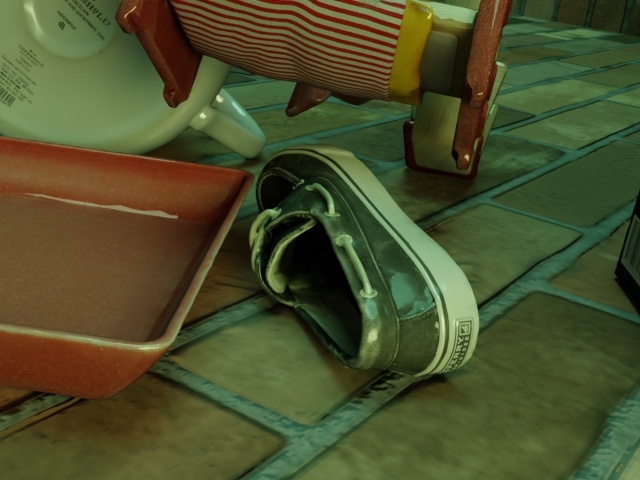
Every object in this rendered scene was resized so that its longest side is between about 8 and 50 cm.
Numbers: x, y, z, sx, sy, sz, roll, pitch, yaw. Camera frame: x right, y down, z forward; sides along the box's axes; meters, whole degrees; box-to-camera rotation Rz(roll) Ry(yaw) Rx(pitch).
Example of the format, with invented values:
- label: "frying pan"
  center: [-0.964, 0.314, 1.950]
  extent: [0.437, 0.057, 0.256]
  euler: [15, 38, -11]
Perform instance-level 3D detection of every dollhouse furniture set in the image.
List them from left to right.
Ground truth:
- label: "dollhouse furniture set"
  center: [0.026, -0.116, 0.632]
  extent: [0.201, 0.152, 0.374]
  euler: [13, -13, 10]

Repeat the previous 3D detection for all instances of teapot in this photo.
- label: "teapot"
  center: [-0.175, -0.186, 0.715]
  extent: [0.252, 0.256, 0.187]
  euler: [-2, 16, -1]

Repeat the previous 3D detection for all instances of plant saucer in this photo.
- label: "plant saucer"
  center: [-0.179, 0.001, 0.466]
  extent: [0.259, 0.048, 0.258]
  euler: [7, 20, 1]

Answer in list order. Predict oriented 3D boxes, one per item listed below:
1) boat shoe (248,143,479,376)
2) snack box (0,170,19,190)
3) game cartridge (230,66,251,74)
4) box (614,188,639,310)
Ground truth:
- label: "boat shoe"
  center: [0.000, 0.000, 0.488]
  extent: [0.070, 0.078, 0.219]
  euler: [-1, 24, -26]
- label: "snack box"
  center: [-0.271, -0.064, 0.642]
  extent: [0.178, 0.022, 0.064]
  euler: [16, 22, 21]
- label: "game cartridge"
  center: [-0.101, -0.236, 1.184]
  extent: [0.056, 0.017, 0.083]
  euler: [14, 21, 6]
- label: "box"
  center: [0.287, 0.036, 0.467]
  extent: [0.184, 0.103, 0.261]
  euler: [10, 20, 0]
